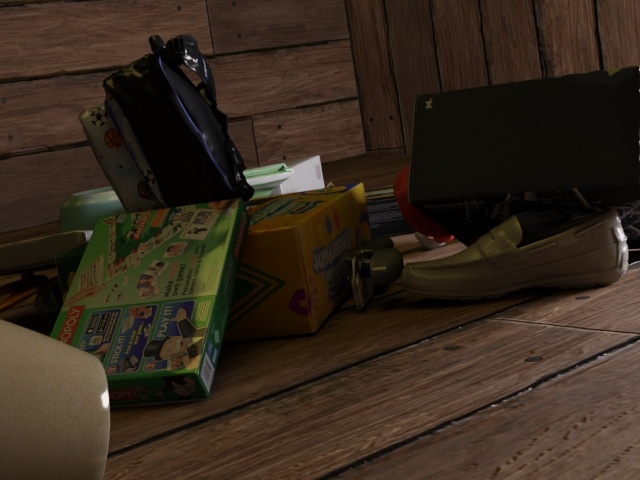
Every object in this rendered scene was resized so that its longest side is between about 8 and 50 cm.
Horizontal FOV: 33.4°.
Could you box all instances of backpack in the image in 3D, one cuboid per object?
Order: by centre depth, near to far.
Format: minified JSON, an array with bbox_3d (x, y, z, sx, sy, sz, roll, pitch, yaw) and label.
[{"bbox_3d":[-0.222,-0.143,1.598,0.213,0.276,0.263,-22,3,9],"label":"backpack"}]

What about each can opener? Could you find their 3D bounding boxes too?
[{"bbox_3d":[0.098,0.043,1.653,0.095,0.075,0.283,-8,6,14],"label":"can opener"}]

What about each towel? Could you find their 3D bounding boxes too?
[{"bbox_3d":[-0.215,-0.031,2.070,0.248,0.038,0.325,-18,-21,-51],"label":"towel"}]

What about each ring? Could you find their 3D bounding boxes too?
[{"bbox_3d":[-0.612,0.123,1.759,0.337,0.032,0.336,-20,10,4],"label":"ring"}]

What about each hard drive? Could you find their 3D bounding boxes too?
[{"bbox_3d":[-0.463,0.022,1.885,0.233,0.047,0.353,-11,-1,7],"label":"hard drive"}]

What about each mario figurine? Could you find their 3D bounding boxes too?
[{"bbox_3d":[0.224,-0.089,1.919,0.170,0.198,0.321,-6,-5,32],"label":"mario figurine"}]

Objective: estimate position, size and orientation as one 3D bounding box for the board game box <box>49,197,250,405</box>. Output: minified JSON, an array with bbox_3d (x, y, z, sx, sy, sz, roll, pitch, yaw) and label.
[{"bbox_3d":[-0.218,0.073,1.344,0.214,0.046,0.317,-7,40,15],"label":"board game box"}]

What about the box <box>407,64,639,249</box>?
[{"bbox_3d":[0.351,-0.104,1.628,0.343,0.178,0.312,-5,-19,29],"label":"box"}]

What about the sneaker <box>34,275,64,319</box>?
[{"bbox_3d":[-0.381,0.079,1.863,0.237,0.085,0.086,-21,3,-32],"label":"sneaker"}]

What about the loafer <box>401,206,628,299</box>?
[{"bbox_3d":[0.271,0.018,1.513,0.320,0.111,0.112,-8,8,5],"label":"loafer"}]

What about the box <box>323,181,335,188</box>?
[{"bbox_3d":[-0.051,-0.046,2.243,0.201,0.021,0.164,-42,4,8],"label":"box"}]

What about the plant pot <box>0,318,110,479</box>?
[{"bbox_3d":[-0.326,0.156,0.886,0.274,0.256,0.256,6,1,-27],"label":"plant pot"}]

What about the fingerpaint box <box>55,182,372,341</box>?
[{"bbox_3d":[-0.140,0.030,1.681,0.371,0.163,0.445,-7,9,16],"label":"fingerpaint box"}]

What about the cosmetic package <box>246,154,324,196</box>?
[{"bbox_3d":[-0.171,-0.111,2.452,0.285,0.097,0.377,-7,9,15],"label":"cosmetic package"}]

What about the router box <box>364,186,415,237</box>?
[{"bbox_3d":[0.153,-0.066,2.318,0.309,0.081,0.243,-8,8,5],"label":"router box"}]

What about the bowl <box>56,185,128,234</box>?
[{"bbox_3d":[-0.511,-0.047,2.608,0.312,0.163,0.311,-9,7,1],"label":"bowl"}]
